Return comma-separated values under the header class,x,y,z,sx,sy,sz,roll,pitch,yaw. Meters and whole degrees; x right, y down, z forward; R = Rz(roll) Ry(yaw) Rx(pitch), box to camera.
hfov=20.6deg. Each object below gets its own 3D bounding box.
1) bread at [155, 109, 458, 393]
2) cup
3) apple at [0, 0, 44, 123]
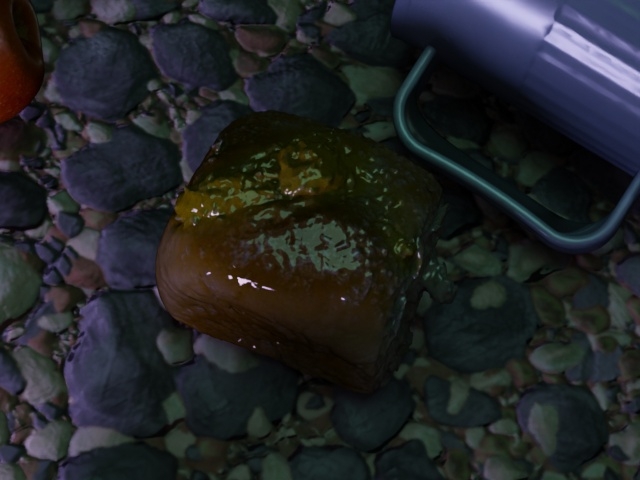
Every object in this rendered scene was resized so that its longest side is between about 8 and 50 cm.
class,x,y,z,sx,sy,sz,roll,pitch,yaw
bread,0.000,0.000,1.489,0.246,0.176,0.196,22,62,5
cup,0.244,-0.193,1.586,0.311,0.257,0.331,33,60,10
apple,-0.319,-0.173,1.560,0.139,0.163,0.163,-7,61,2
